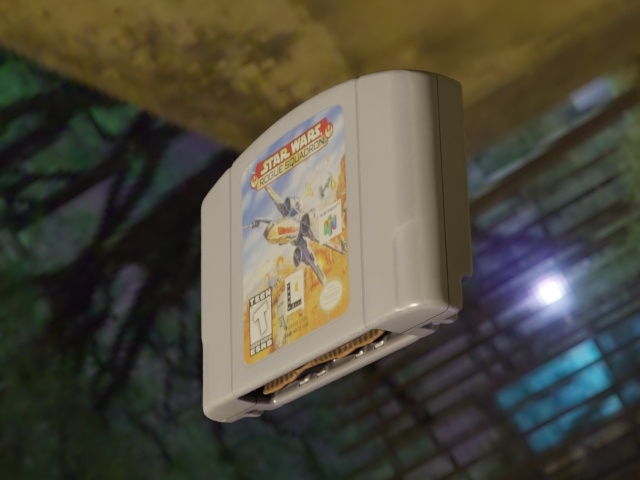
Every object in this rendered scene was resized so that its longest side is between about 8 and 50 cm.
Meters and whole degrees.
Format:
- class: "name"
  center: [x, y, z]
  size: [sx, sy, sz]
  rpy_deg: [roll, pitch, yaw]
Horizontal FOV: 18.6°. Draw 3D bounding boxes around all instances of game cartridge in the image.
- class: "game cartridge"
  center: [0.000, 0.000, 1.396]
  size: [0.062, 0.297, 0.198]
  rpy_deg: [7, -113, -32]
